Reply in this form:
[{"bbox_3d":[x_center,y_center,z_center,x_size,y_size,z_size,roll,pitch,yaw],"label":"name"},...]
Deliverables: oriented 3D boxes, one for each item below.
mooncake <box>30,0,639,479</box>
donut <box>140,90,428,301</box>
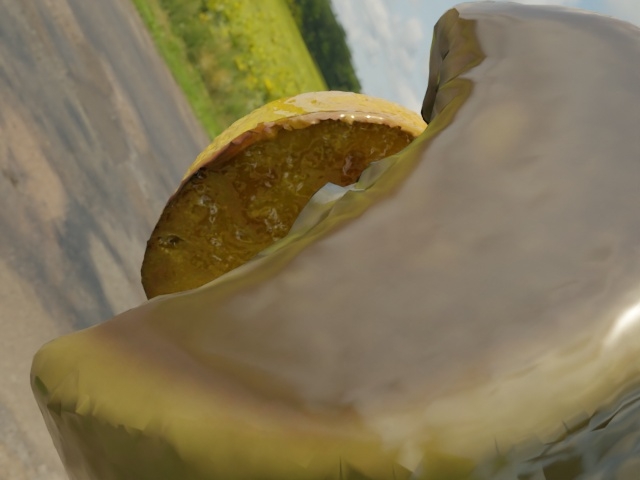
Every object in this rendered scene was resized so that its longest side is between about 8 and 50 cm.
[{"bbox_3d":[0.050,0.060,0.653,0.393,0.394,0.246,-93,164,-59],"label":"mooncake"},{"bbox_3d":[0.000,0.000,0.994,0.110,0.303,0.303,-95,162,-56],"label":"donut"}]
